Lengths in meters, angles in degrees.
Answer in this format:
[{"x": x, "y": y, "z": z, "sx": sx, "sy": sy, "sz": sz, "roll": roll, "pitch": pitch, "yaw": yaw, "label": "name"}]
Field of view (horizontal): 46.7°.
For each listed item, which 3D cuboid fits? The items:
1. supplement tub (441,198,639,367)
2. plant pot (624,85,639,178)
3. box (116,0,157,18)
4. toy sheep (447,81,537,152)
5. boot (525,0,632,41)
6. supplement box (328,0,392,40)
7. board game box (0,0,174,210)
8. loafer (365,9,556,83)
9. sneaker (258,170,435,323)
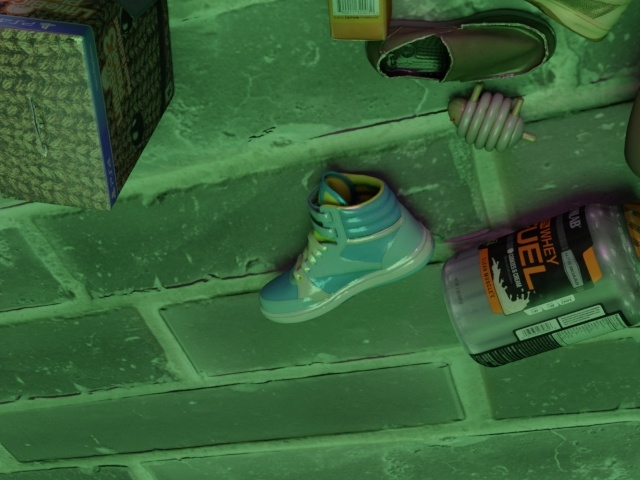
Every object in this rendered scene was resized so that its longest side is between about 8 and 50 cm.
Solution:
[{"x": 0.364, "y": 0.064, "z": 1.141, "sx": 0.316, "sy": 0.194, "sz": 0.193, "roll": -23, "pitch": 123, "yaw": 25, "label": "supplement tub"}, {"x": 0.506, "y": -0.188, "z": 0.855, "sx": 0.284, "sy": 0.284, "sz": 0.191, "roll": -4, "pitch": 123, "yaw": 13, "label": "plant pot"}, {"x": -0.084, "y": -0.425, "z": 0.697, "sx": 0.312, "sy": 0.343, "sz": 0.179, "roll": -30, "pitch": 118, "yaw": 30, "label": "box"}, {"x": 0.239, "y": -0.167, "z": 1.037, "sx": 0.132, "sy": 0.091, "sz": 0.091, "roll": 24, "pitch": 132, "yaw": 13, "label": "toy sheep"}, {"x": 0.293, "y": -0.367, "z": 0.845, "sx": 0.262, "sy": 0.095, "sz": 0.203, "roll": 24, "pitch": 131, "yaw": -19, "label": "boot"}, {"x": 0.046, "y": -0.367, "z": 0.902, "sx": 0.080, "sy": 0.078, "sz": 0.233, "roll": 5, "pitch": 130, "yaw": 9, "label": "supplement box"}, {"x": -0.299, "y": -0.221, "z": 0.940, "sx": 0.141, "sy": 0.291, "sz": 0.232, "roll": 7, "pitch": 131, "yaw": 3, "label": "board game box"}, {"x": 0.182, "y": -0.241, "z": 0.979, "sx": 0.251, "sy": 0.087, "sz": 0.094, "roll": -2, "pitch": 130, "yaw": 11, "label": "loafer"}, {"x": 0.000, "y": 0.000, "z": 1.194, "sx": 0.319, "sy": 0.127, "sz": 0.208, "roll": -26, "pitch": 124, "yaw": 16, "label": "sneaker"}]
